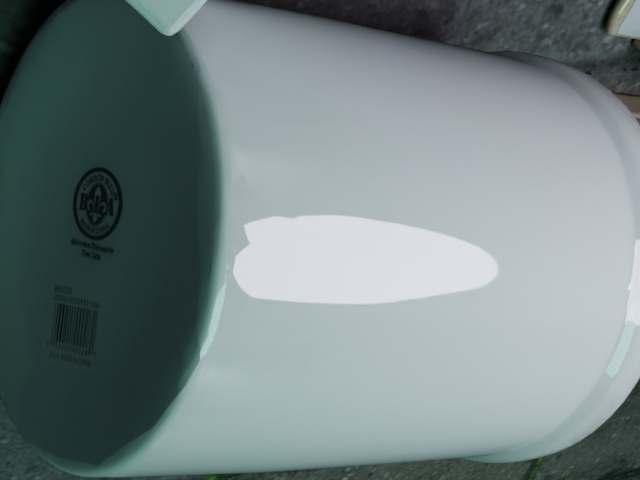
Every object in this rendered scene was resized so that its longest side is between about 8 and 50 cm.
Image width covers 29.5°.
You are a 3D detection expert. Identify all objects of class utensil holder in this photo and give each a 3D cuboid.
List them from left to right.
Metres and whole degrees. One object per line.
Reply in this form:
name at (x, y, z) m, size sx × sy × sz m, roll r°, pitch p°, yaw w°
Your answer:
utensil holder at (0.000, 0.000, 0.857) m, size 0.385 × 0.328 × 0.328 m, roll 5°, pitch 127°, yaw -40°

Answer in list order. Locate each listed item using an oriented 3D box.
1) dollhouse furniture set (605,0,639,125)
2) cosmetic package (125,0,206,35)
dollhouse furniture set at (0.308, -0.037, 1.063) m, size 0.198 × 0.303 × 0.286 m, roll 0°, pitch 130°, yaw -36°
cosmetic package at (-0.004, -0.347, 0.571) m, size 0.230 × 0.161 × 0.453 m, roll 40°, pitch 105°, yaw -15°
